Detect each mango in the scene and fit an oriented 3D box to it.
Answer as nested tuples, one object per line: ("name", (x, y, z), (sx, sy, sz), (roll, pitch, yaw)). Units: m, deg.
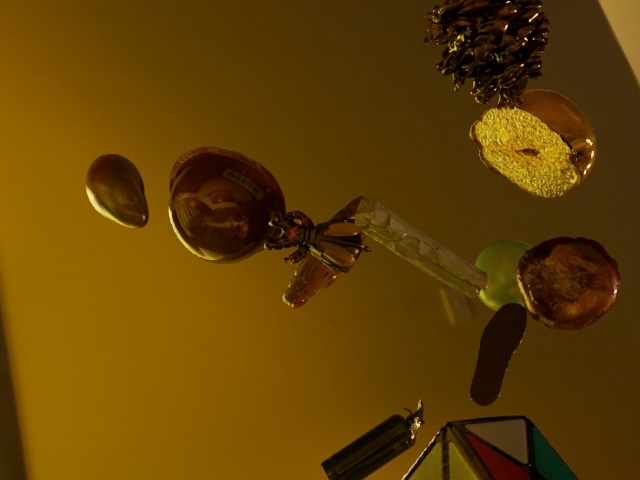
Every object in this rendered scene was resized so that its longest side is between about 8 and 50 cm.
("mango", (-0.465, -0.118, 1.437), (0.129, 0.146, 0.289), (-16, 21, -21))

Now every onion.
("onion", (0.616, 0.102, 1.589), (0.252, 0.252, 0.219), (-20, 7, 12))

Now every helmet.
("helmet", (-0.307, -0.074, 1.826), (0.337, 0.385, 0.230), (-47, 9, 29))

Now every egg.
("egg", (0.611, 0.115, 2.051), (0.220, 0.220, 0.269), (-34, 16, 46))

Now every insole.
("insole", (0.472, 0.297, 1.677), (0.111, 0.327, 0.007), (2, -40, 37))

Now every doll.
("doll", (0.000, 0.002, 1.425), (0.249, 0.127, 0.088), (15, 20, -12))

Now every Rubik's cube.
("Rubik's cube", (0.303, 0.486, 1.118), (0.246, 0.250, 0.248), (9, -58, -39))

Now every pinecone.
("pinecone", (0.326, -0.388, 1.216), (0.244, 0.257, 0.243), (-10, -14, -3))

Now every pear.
("pear", (0.656, -0.310, 1.868), (0.191, 0.340, 0.386), (-42, 34, -15))

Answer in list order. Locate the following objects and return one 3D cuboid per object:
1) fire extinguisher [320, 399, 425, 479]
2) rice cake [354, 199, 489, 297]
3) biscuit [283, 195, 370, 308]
("fire extinguisher", (0.150, 0.534, 1.642), (0.311, 0.114, 0.095), (-30, 21, -8))
("rice cake", (0.217, 0.019, 1.357), (0.336, 0.066, 0.063), (30, -49, -12))
("biscuit", (0.033, 0.042, 1.813), (0.381, 0.074, 0.359), (-54, -15, -4))
